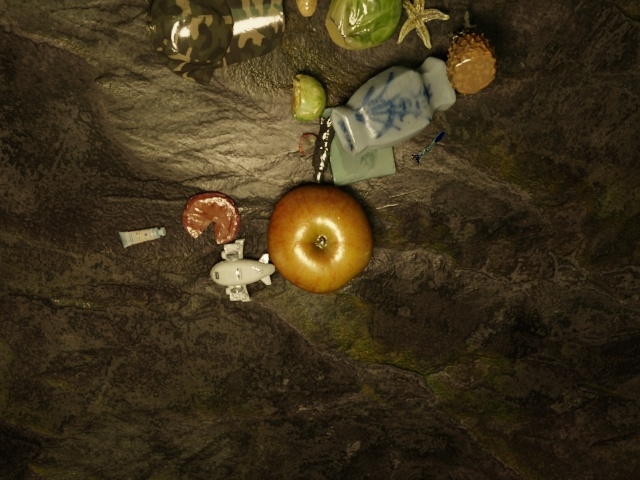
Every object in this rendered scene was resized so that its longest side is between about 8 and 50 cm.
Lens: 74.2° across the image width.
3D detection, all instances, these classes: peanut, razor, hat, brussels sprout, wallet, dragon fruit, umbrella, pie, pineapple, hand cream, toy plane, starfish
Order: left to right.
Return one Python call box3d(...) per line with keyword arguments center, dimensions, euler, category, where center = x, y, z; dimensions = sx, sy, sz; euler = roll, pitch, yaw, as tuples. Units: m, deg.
box3d(center=(-0.677, -0.019, 1.614), dimensions=(0.170, 0.043, 0.065), euler=(-11, 105, 4), category="hand cream")
box3d(center=(-0.414, -0.083, 1.607), dimensions=(0.218, 0.054, 0.205), euler=(3, 110, -6), category="pie")
box3d(center=(-0.319, -0.701, 1.325), dimensions=(0.381, 0.257, 0.367), euler=(-7, 114, 18), category="hat")
box3d(center=(-0.303, 0.119, 1.656), dimensions=(0.252, 0.118, 0.252), euler=(0, 98, -3), category="toy plane")
box3d(center=(-0.048, -0.352, 1.543), dimensions=(0.083, 0.056, 0.060), euler=(-32, 86, -9), category="dragon fruit")
box3d(center=(-0.040, -0.821, 1.367), dimensions=(0.080, 0.080, 0.175), euler=(8, 105, -8), category="peanut")
box3d(center=(-0.034, -0.489, 1.451), dimensions=(0.122, 0.149, 0.152), euler=(-6, 124, -18), category="brussels sprout")
box3d(center=(0.011, -0.317, 1.506), dimensions=(0.066, 0.059, 0.236), euler=(19, 110, 26), category="umbrella")
box3d(center=(0.140, -0.359, 1.560), dimensions=(0.251, 0.054, 0.291), euler=(-12, 104, -6), category="wallet")
box3d(center=(0.141, -0.728, 1.352), dimensions=(0.243, 0.244, 0.244), euler=(-2, 110, -4), category="brussels sprout")
box3d(center=(0.320, -0.744, 1.435), dimensions=(0.208, 0.053, 0.176), euler=(43, 102, -14), category="starfish")
box3d(center=(0.414, -0.356, 1.596), dimensions=(0.154, 0.028, 0.044), euler=(-44, 107, 11), category="razor")
box3d(center=(0.480, -0.629, 1.381), dimensions=(0.169, 0.341, 0.169), euler=(4, 143, 3), category="pineapple")

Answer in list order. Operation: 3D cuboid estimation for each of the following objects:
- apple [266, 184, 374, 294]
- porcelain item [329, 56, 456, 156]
box3d(center=(0.000, 0.000, 1.525), dimensions=(0.399, 0.334, 0.401), euler=(-2, 113, -6), category="apple")
box3d(center=(0.244, -0.450, 1.438), dimensions=(0.405, 0.178, 0.243), euler=(-29, 110, -9), category="porcelain item")
